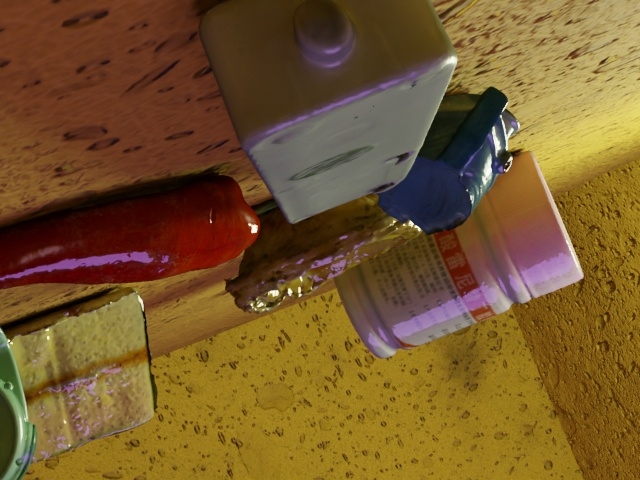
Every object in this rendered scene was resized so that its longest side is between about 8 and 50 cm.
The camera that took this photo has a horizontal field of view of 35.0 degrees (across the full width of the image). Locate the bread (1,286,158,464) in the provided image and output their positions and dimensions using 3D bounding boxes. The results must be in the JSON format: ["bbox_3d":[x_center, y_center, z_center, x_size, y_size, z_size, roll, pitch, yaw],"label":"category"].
[{"bbox_3d":[-0.327,0.120,1.176,0.167,0.163,0.264,-20,-154,-35],"label":"bread"}]

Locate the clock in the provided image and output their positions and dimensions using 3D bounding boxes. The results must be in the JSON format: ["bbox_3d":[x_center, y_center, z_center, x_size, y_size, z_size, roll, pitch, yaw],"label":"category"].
[{"bbox_3d":[-0.317,0.168,0.868,0.148,0.189,0.060,-23,176,-20],"label":"clock"}]

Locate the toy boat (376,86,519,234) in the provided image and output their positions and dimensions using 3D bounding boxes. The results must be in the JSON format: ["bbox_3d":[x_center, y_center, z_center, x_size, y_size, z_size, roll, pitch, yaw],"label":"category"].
[{"bbox_3d":[0.103,-0.078,0.809,0.102,0.088,0.215,-56,-178,-13],"label":"toy boat"}]

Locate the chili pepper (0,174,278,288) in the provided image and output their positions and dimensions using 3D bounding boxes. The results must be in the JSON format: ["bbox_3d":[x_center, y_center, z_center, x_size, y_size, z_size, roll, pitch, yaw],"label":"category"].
[{"bbox_3d":[-0.115,-0.004,0.678,0.272,0.063,0.071,-14,158,-43],"label":"chili pepper"}]

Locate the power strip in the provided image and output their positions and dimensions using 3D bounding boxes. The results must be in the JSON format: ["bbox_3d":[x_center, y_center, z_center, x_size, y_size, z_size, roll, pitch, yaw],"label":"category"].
[{"bbox_3d":[0.005,-0.064,0.530,0.091,0.062,0.385,-22,176,0],"label":"power strip"}]

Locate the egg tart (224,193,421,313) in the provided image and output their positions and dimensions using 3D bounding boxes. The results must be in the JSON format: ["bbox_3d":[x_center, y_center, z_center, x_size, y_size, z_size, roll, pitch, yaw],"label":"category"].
[{"bbox_3d":[-0.001,-0.001,1.007,0.212,0.090,0.212,-24,177,-1],"label":"egg tart"}]

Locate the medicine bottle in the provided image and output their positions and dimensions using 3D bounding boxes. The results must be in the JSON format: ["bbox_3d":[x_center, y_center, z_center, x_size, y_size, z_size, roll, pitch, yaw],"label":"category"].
[{"bbox_3d":[0.189,0.022,1.441,0.315,0.202,0.202,-24,175,13],"label":"medicine bottle"}]
